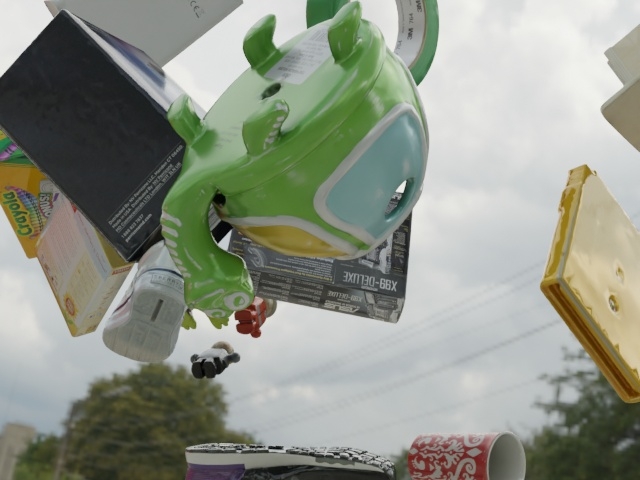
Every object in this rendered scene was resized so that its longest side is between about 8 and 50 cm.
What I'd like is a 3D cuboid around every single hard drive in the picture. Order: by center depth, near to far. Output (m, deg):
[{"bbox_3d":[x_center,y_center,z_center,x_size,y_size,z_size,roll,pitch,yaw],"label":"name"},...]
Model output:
[{"bbox_3d":[-0.304,-0.421,2.039,0.040,0.319,0.210,12,-41,53],"label":"hard drive"}]

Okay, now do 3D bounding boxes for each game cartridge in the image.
[{"bbox_3d":[0.478,0.063,1.928,0.053,0.323,0.285,-24,-63,34],"label":"game cartridge"}]

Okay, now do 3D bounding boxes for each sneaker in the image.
[{"bbox_3d":[-0.206,0.079,1.455,0.094,0.091,0.258,26,-32,-12],"label":"sneaker"},{"bbox_3d":[-0.038,0.334,1.509,0.283,0.124,0.107,-1,-5,16],"label":"sneaker"}]

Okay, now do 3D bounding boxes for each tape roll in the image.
[{"bbox_3d":[0.109,-0.443,2.308,0.077,0.321,0.321,5,-17,45],"label":"tape roll"}]

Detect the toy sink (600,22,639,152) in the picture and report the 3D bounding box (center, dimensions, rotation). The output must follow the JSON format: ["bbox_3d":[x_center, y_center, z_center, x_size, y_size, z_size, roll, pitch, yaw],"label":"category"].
[{"bbox_3d":[0.601,-0.295,2.035,0.234,0.131,0.153,-42,-54,20],"label":"toy sink"}]

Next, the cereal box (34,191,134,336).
[{"bbox_3d":[-0.368,0.023,1.785,0.047,0.173,0.240,-14,-21,-35],"label":"cereal box"}]

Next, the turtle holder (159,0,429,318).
[{"bbox_3d":[-0.017,-0.078,1.214,0.243,0.320,0.227,-13,-51,39],"label":"turtle holder"}]

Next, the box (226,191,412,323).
[{"bbox_3d":[0.000,0.000,1.966,0.307,0.242,0.076,11,-41,-4],"label":"box"}]

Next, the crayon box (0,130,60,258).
[{"bbox_3d":[-0.448,-0.091,1.916,0.165,0.081,0.278,-15,-33,-5],"label":"crayon box"}]

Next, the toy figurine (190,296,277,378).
[{"bbox_3d":[-0.213,0.139,2.223,0.213,0.209,0.148,37,20,3],"label":"toy figurine"}]

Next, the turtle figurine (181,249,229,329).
[{"bbox_3d":[-0.151,0.063,1.982,0.270,0.217,0.087,6,-54,22],"label":"turtle figurine"}]

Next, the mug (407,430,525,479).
[{"bbox_3d":[0.245,0.384,1.915,0.169,0.113,0.150,-5,-57,42],"label":"mug"}]

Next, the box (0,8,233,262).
[{"bbox_3d":[-0.251,-0.130,1.567,0.294,0.183,0.296,44,7,9],"label":"box"}]
